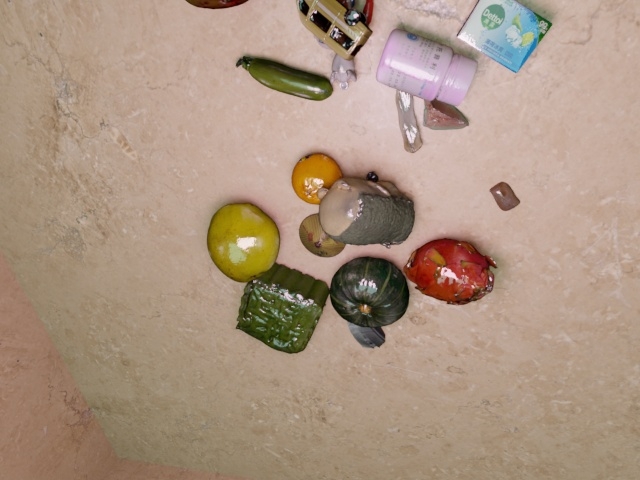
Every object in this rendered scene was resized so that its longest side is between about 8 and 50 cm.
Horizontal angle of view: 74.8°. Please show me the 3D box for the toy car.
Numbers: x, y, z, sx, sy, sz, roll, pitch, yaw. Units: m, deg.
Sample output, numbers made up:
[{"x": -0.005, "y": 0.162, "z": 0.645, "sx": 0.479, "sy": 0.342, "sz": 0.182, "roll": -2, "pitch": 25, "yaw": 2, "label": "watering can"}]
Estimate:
[{"x": 0.014, "y": -0.604, "z": 1.123, "sx": 0.256, "sy": 0.101, "sz": 0.124, "roll": 40, "pitch": 117, "yaw": -1, "label": "toy car"}]

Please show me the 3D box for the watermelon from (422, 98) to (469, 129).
[{"x": 0.370, "y": -0.373, "z": 1.273, "sx": 0.154, "sy": 0.080, "sz": 0.101, "roll": 12, "pitch": 132, "yaw": -9, "label": "watermelon"}]

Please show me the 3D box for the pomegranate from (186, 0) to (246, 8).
[{"x": -0.276, "y": -0.794, "z": 1.103, "sx": 0.290, "sy": 0.291, "sz": 0.324, "roll": 4, "pitch": 111, "yaw": 14, "label": "pomegranate"}]

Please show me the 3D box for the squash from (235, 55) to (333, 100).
[{"x": -0.118, "y": -0.512, "z": 1.320, "sx": 0.331, "sy": 0.087, "sz": 0.087, "roll": 21, "pitch": 122, "yaw": 5, "label": "squash"}]

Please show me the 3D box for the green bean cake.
[{"x": -0.152, "y": 0.278, "z": 1.696, "sx": 0.318, "sy": 0.218, "sz": 0.335, "roll": 20, "pitch": 124, "yaw": 4, "label": "green bean cake"}]

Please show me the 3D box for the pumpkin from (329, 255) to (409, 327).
[{"x": 0.180, "y": 0.189, "z": 1.562, "sx": 0.299, "sy": 0.207, "sz": 0.300, "roll": 8, "pitch": 135, "yaw": 8, "label": "pumpkin"}]

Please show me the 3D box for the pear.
[{"x": -0.284, "y": 0.010, "z": 1.553, "sx": 0.293, "sy": 0.294, "sz": 0.295, "roll": 7, "pitch": 120, "yaw": 12, "label": "pear"}]

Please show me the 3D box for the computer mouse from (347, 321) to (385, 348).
[{"x": 0.181, "y": 0.375, "z": 1.739, "sx": 0.126, "sy": 0.071, "sz": 0.231, "roll": -21, "pitch": 112, "yaw": 25, "label": "computer mouse"}]

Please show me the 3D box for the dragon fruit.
[{"x": 0.434, "y": 0.102, "z": 1.421, "sx": 0.250, "sy": 0.250, "sz": 0.315, "roll": 39, "pitch": 164, "yaw": -8, "label": "dragon fruit"}]

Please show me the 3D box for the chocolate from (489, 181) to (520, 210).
[{"x": 0.598, "y": -0.140, "z": 1.356, "sx": 0.064, "sy": 0.031, "sz": 0.101, "roll": -31, "pitch": 105, "yaw": 23, "label": "chocolate"}]

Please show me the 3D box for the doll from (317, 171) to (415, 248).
[{"x": 0.156, "y": -0.098, "z": 1.352, "sx": 0.349, "sy": 0.247, "sz": 0.247, "roll": 11, "pitch": 129, "yaw": -33, "label": "doll"}]

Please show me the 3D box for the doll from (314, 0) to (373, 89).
[{"x": 0.058, "y": -0.634, "z": 1.201, "sx": 0.188, "sy": 0.099, "sz": 0.385, "roll": 3, "pitch": 113, "yaw": 15, "label": "doll"}]

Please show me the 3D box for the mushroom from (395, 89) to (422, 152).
[{"x": 0.273, "y": -0.376, "z": 1.309, "sx": 0.059, "sy": 0.054, "sz": 0.202, "roll": -12, "pitch": 109, "yaw": 15, "label": "mushroom"}]

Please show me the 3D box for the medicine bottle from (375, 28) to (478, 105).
[{"x": 0.296, "y": -0.482, "z": 1.180, "sx": 0.254, "sy": 0.152, "sz": 0.152, "roll": 20, "pitch": 122, "yaw": 4, "label": "medicine bottle"}]

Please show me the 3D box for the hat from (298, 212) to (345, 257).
[{"x": 0.000, "y": 0.000, "z": 1.575, "sx": 0.192, "sy": 0.082, "sz": 0.193, "roll": 7, "pitch": 121, "yaw": 11, "label": "hat"}]

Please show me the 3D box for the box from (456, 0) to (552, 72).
[{"x": 0.488, "y": -0.564, "z": 1.124, "sx": 0.194, "sy": 0.073, "sz": 0.139, "roll": 30, "pitch": 123, "yaw": -2, "label": "box"}]

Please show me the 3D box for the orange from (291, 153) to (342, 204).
[{"x": -0.013, "y": -0.206, "z": 1.424, "sx": 0.177, "sy": 0.155, "sz": 0.178, "roll": 1, "pitch": 113, "yaw": 2, "label": "orange"}]
